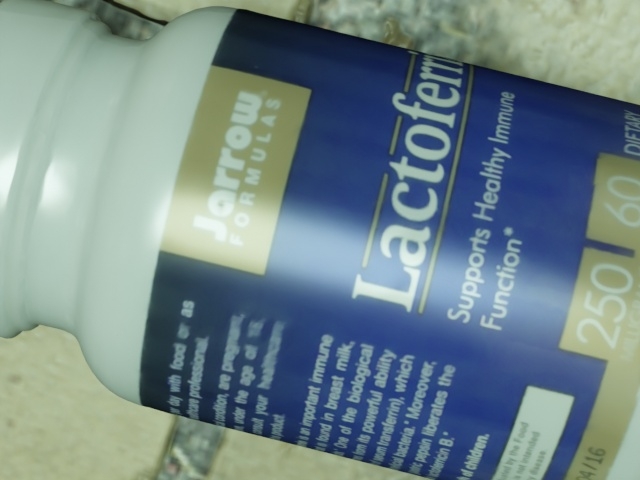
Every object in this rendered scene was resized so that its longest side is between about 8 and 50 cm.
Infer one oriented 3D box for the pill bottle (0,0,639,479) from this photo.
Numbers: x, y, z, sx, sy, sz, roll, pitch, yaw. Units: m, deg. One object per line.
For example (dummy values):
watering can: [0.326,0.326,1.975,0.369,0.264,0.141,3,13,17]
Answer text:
pill bottle: [0.000,0.000,0.553,0.265,0.153,0.153,13,101,1]
